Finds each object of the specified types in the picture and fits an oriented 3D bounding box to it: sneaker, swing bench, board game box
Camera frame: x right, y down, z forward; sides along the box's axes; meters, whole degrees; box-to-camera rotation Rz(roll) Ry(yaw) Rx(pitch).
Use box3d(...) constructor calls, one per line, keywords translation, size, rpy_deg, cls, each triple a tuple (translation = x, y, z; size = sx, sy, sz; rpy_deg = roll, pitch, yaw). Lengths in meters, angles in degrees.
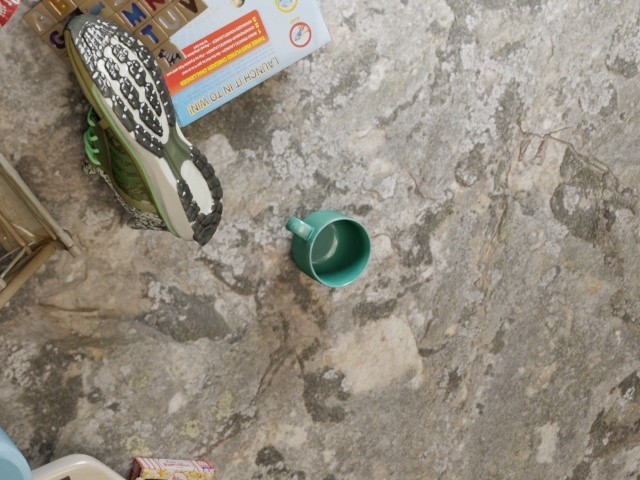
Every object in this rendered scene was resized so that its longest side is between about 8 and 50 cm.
box3d(translation=(-0.311, -0.148, 1.623), size=(0.158, 0.182, 0.410), rpy_deg=(-71, 144, -48), cls="sneaker")
box3d(translation=(-0.536, -0.013, 1.547), size=(0.254, 0.165, 0.253), rpy_deg=(-43, 121, -19), cls="swing bench")
box3d(translation=(-0.172, -0.388, 1.690), size=(0.308, 0.086, 0.302), rpy_deg=(-32, 119, -18), cls="board game box")
box3d(translation=(-0.284, 0.492, 1.914), size=(0.146, 0.045, 0.193), rpy_deg=(12, 98, -32), cls="board game box")

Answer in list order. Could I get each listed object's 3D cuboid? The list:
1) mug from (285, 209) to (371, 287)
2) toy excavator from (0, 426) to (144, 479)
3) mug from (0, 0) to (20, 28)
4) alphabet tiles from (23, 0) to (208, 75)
box3d(translation=(0.009, -0.001, 1.907), size=(0.129, 0.097, 0.158), rpy_deg=(-31, 117, -19), cls="mug")
box3d(translation=(-0.495, 0.396, 1.659), size=(0.445, 0.222, 0.433), rpy_deg=(-26, 117, -23), cls="toy excavator")
box3d(translation=(-0.526, -0.360, 1.490), size=(0.150, 0.113, 0.169), rpy_deg=(-38, 130, 18), cls="mug")
box3d(translation=(-0.294, -0.326, 1.588), size=(0.237, 0.009, 0.198), rpy_deg=(-32, 113, 21), cls="alphabet tiles")
